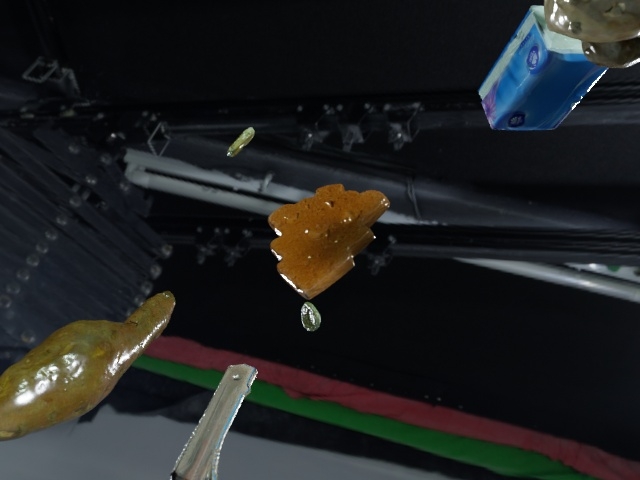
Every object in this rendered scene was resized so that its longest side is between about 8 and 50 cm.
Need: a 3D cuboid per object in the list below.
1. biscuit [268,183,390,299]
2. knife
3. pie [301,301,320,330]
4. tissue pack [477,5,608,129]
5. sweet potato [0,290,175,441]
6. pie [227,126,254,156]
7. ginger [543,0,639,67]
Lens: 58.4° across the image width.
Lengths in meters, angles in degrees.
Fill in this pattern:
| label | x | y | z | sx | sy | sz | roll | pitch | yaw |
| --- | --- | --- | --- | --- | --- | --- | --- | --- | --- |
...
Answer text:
| label | x | y | z | sx | sy | sz | roll | pitch | yaw |
| --- | --- | --- | --- | --- | --- | --- | --- | --- | --- |
| biscuit | 0.000 | 0.000 | 1.206 | 0.284 | 0.306 | 0.043 | -6 | -44 | 22 |
| knife | -0.194 | 0.358 | 1.085 | 0.089 | 0.365 | 0.043 | 18 | -61 | 1 |
| pie | -0.029 | 0.217 | 1.630 | 0.021 | 0.084 | 0.084 | -9 | -19 | -39 |
| tissue pack | 0.511 | -0.380 | 1.297 | 0.198 | 0.146 | 0.263 | -4 | -24 | -14 |
| sweet potato | -0.206 | 0.104 | 0.526 | 0.075 | 0.269 | 0.074 | 8 | -68 | 21 |
| pie | -0.179 | -0.222 | 1.293 | 0.020 | 0.084 | 0.084 | 43 | -40 | -5 |
| ginger | 0.435 | -0.329 | 0.756 | 0.245 | 0.155 | 0.304 | -31 | -17 | 29 |
